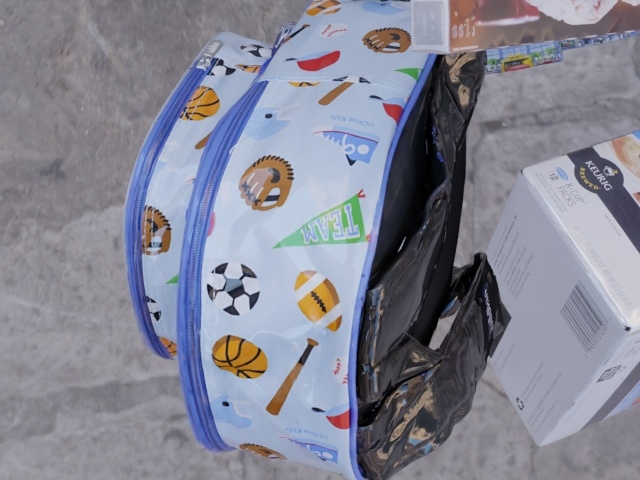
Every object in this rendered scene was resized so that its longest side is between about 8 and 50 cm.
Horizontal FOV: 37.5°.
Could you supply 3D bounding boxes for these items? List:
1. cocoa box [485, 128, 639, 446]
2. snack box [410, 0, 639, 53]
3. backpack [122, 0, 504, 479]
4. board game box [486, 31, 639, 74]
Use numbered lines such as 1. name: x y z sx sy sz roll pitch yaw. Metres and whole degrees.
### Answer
1. cocoa box: 0.355 0.062 1.178 0.228 0.231 0.347 -18 150 -17
2. snack box: 0.105 -0.117 0.391 0.178 0.022 0.064 -15 109 -39
3. backpack: 0.000 0.000 0.567 0.213 0.263 0.276 1 127 13
4. board game box: 0.206 -0.246 0.882 0.194 0.060 0.194 -7 152 23
